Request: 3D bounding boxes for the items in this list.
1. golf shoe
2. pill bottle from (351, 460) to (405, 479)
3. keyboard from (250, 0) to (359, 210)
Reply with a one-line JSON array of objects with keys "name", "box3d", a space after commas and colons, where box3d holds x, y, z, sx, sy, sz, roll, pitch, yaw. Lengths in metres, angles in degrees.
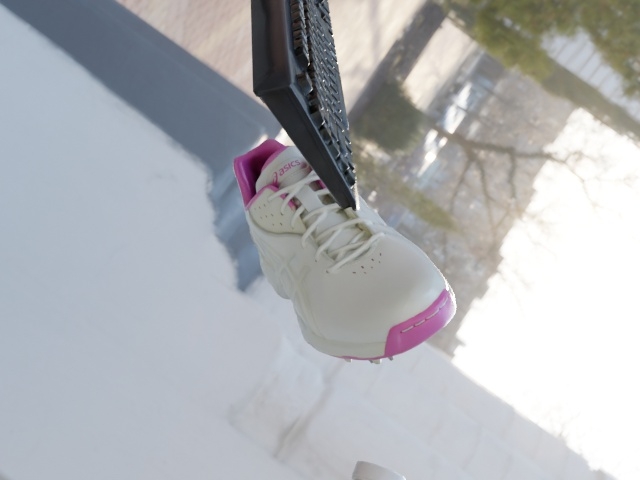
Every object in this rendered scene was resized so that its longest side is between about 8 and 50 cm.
[{"name": "golf shoe", "box3d": [0.000, 0.000, 0.771, 0.115, 0.140, 0.306, -33, -155, -13]}, {"name": "pill bottle", "box3d": [0.037, 0.269, 0.862, 0.067, 0.067, 0.120, 119, -7, -70]}, {"name": "keyboard", "box3d": [-0.028, -0.178, 0.683, 0.033, 0.201, 0.317, -27, -144, 16]}]
